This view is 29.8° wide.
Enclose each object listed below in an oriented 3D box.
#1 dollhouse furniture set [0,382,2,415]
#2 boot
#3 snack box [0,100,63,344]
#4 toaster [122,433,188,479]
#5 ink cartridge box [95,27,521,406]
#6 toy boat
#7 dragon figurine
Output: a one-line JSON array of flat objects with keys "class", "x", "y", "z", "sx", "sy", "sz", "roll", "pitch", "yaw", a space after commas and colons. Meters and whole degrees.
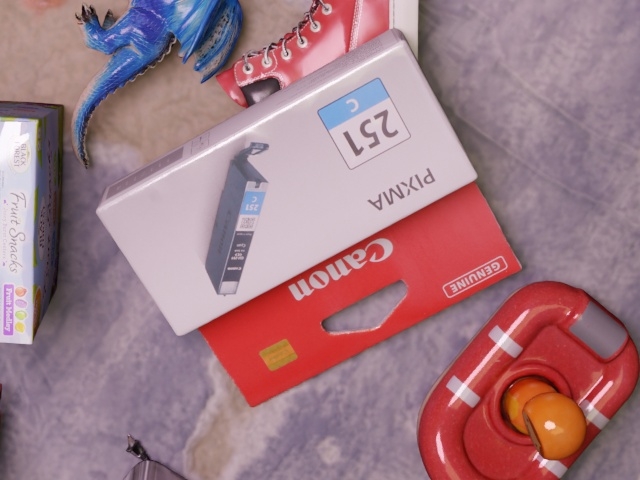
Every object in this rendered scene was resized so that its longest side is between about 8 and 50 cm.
[{"class": "dollhouse furniture set", "x": -0.411, "y": 0.310, "z": 1.083, "sx": 0.201, "sy": 0.152, "sz": 0.374, "roll": 9, "pitch": 116, "yaw": -8}, {"class": "boot", "x": -0.006, "y": -0.197, "z": 1.049, "sx": 0.176, "sy": 0.088, "sz": 0.244, "roll": -3, "pitch": 104, "yaw": -4}, {"class": "snack box", "x": -0.255, "y": -0.023, "z": 0.989, "sx": 0.070, "sy": 0.207, "sz": 0.174, "roll": 3, "pitch": 100, "yaw": -6}, {"class": "toaster", "x": -0.148, "y": 0.308, "z": 1.107, "sx": 0.186, "sy": 0.110, "sz": 0.168, "roll": 34, "pitch": 94, "yaw": -10}, {"class": "ink cartridge box", "x": 0.000, "y": 0.000, "z": 1.051, "sx": 0.296, "sy": 0.066, "sz": 0.261, "roll": -28, "pitch": 111, "yaw": 7}, {"class": "toy boat", "x": 0.195, "y": 0.156, "z": 1.095, "sx": 0.151, "sy": 0.151, "sz": 0.231, "roll": 38, "pitch": 94, "yaw": -10}, {"class": "dragon figurine", "x": -0.120, "y": -0.188, "z": 1.017, "sx": 0.144, "sy": 0.085, "sz": 0.289, "roll": 18, "pitch": 88, "yaw": 9}]
